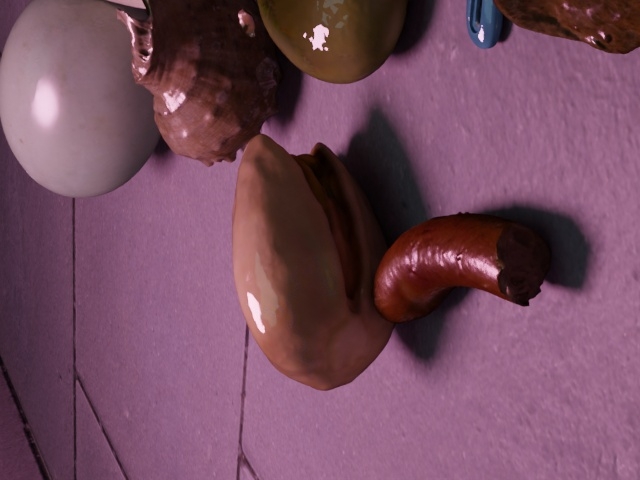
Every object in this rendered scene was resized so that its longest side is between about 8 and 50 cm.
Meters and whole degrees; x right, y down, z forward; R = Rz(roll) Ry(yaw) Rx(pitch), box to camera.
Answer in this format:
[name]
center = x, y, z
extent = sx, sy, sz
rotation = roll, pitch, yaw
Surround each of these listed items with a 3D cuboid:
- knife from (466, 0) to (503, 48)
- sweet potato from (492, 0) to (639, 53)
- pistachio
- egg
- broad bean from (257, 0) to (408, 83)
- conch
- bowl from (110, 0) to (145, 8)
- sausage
[knife]
center = 0.159, -0.285, 1.301
extent = 0.064, 0.031, 0.222
rotation = 42, 135, 52
[sweet potato]
center = 0.175, -0.303, 1.130
extent = 0.158, 0.158, 0.370
rotation = 113, 149, -50
[pistachio]
center = -0.015, 0.025, 1.615
extent = 0.187, 0.187, 0.299
rotation = 123, 139, -57
[egg]
center = -0.380, -0.244, 2.264
extent = 0.276, 0.276, 0.389
rotation = -120, 30, -42
[broad bean]
center = 0.005, -0.309, 1.547
extent = 0.238, 0.119, 0.291
rotation = -49, 55, 49
[conch]
center = -0.147, -0.252, 1.832
extent = 0.324, 0.186, 0.263
rotation = 71, -172, -65
[bowl]
center = -0.271, -0.436, 2.000
extent = 0.277, 0.277, 0.145
rotation = 169, 114, -67
[sausage]
center = 0.131, 0.025, 1.413
extent = 0.302, 0.076, 0.103
rotation = 163, 98, -67
